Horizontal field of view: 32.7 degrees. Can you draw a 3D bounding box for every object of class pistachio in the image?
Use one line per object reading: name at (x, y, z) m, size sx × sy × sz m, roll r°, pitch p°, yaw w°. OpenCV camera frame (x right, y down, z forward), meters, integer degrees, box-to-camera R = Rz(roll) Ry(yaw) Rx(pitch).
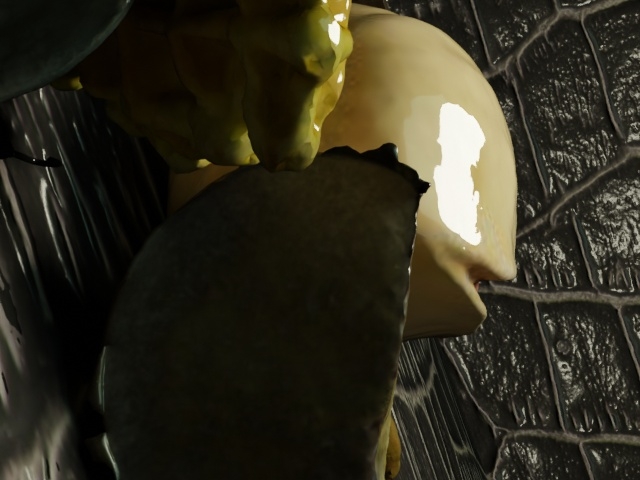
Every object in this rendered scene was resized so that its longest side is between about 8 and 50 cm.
pistachio at (0.023, -0.027, 0.683) m, size 0.309 × 0.230 × 0.229 m, roll 41°, pitch 30°, yaw -75°

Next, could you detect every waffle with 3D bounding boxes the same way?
waffle at (-0.070, -0.165, 0.431) m, size 0.309 × 0.065 × 0.283 m, roll 57°, pitch -37°, yaw 13°

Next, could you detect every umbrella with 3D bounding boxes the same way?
umbrella at (-0.142, -0.044, 0.420) m, size 0.122 × 0.022 × 0.013 m, roll 26°, pitch 70°, yaw -64°

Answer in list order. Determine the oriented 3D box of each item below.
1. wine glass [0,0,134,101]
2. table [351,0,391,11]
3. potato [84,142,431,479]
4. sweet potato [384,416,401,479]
wine glass at (-0.140, -0.142, 0.282) m, size 0.241 × 0.126 × 0.126 m, roll 53°, pitch 19°, yaw -61°
table at (-0.002, -0.143, 1.033) m, size 0.169 × 0.173 × 0.193 m, roll 26°, pitch 49°, yaw -80°
potato at (-0.030, 0.080, 0.492) m, size 0.098 × 0.138 × 0.243 m, roll 96°, pitch 0°, yaw -80°
sweet potato at (0.042, 0.115, 1.079) m, size 0.075 × 0.075 × 0.269 m, roll -83°, pitch 169°, yaw -73°
